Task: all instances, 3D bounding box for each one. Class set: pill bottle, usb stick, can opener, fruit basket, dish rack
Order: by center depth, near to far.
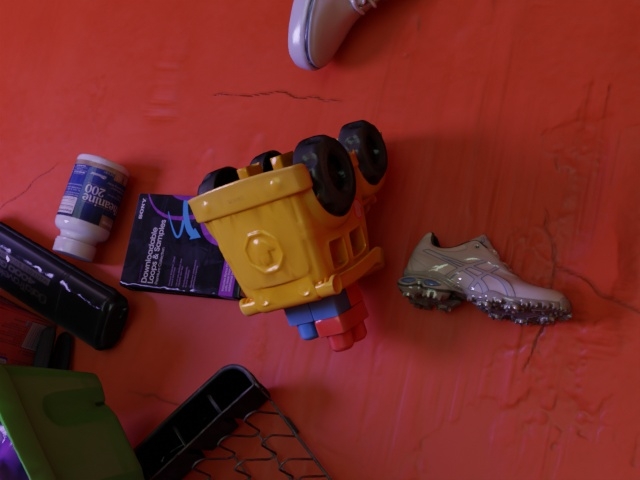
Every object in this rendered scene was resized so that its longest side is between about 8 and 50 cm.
[{"bbox_3d":[-0.376,0.304,0.927,0.392,0.392,0.283,-32,75,11],"label":"fruit basket"},{"bbox_3d":[-0.072,0.287,1.013,0.208,0.074,0.271,-44,62,6],"label":"dish rack"},{"bbox_3d":[-0.321,0.189,1.159,0.073,0.059,0.186,-1,73,24],"label":"can opener"},{"bbox_3d":[-0.277,-0.038,1.209,0.067,0.067,0.120,12,78,26],"label":"pill bottle"},{"bbox_3d":[-0.341,0.044,1.220,0.278,0.045,0.077,26,108,28],"label":"usb stick"}]

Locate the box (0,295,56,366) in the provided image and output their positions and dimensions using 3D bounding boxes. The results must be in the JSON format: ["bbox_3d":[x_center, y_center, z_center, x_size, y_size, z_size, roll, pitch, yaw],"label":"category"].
[{"bbox_3d":[-0.456,0.106,1.107,0.142,0.300,0.154,22,84,26],"label":"box"}]

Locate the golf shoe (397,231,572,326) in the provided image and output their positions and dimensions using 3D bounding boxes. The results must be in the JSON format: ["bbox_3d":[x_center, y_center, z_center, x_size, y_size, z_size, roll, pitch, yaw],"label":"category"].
[{"bbox_3d":[0.165,0.033,0.999,0.176,0.069,0.086,10,72,25],"label":"golf shoe"}]

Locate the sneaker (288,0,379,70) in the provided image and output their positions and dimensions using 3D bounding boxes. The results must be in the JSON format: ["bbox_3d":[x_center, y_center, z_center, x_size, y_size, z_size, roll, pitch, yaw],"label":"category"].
[{"bbox_3d":[0.052,-0.304,1.138,0.091,0.094,0.258,23,83,32],"label":"sneaker"}]

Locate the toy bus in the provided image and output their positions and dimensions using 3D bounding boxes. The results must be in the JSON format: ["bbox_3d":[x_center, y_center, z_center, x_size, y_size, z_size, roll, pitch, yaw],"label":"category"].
[{"bbox_3d":[0.000,0.000,1.030,0.149,0.220,0.211,-18,98,30],"label":"toy bus"}]

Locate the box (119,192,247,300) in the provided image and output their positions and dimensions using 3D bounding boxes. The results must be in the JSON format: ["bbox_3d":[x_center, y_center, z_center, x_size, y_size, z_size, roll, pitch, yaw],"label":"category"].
[{"bbox_3d":[-0.148,0.006,1.161,0.162,0.029,0.116,3,75,25],"label":"box"}]
